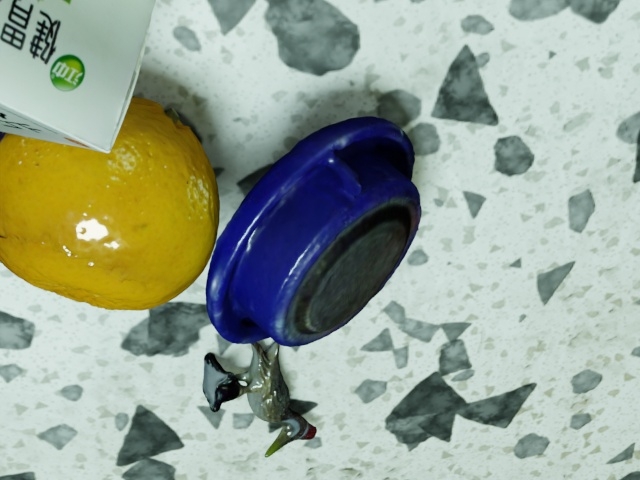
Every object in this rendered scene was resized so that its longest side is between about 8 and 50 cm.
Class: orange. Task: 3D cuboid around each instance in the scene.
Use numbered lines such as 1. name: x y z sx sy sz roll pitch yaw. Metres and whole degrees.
1. orange: -0.194 -0.035 0.975 0.219 0.193 0.219 24 155 12

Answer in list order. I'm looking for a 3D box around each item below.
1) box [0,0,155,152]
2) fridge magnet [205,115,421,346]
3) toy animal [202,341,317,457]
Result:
1. box: -0.283 -0.180 0.748 0.173 0.145 0.333 10 173 27
2. fridge magnet: 0.000 0.000 1.053 0.265 0.113 0.265 -38 154 -22
3. toy animal: -0.063 0.179 1.269 0.105 0.070 0.202 -41 123 -2
